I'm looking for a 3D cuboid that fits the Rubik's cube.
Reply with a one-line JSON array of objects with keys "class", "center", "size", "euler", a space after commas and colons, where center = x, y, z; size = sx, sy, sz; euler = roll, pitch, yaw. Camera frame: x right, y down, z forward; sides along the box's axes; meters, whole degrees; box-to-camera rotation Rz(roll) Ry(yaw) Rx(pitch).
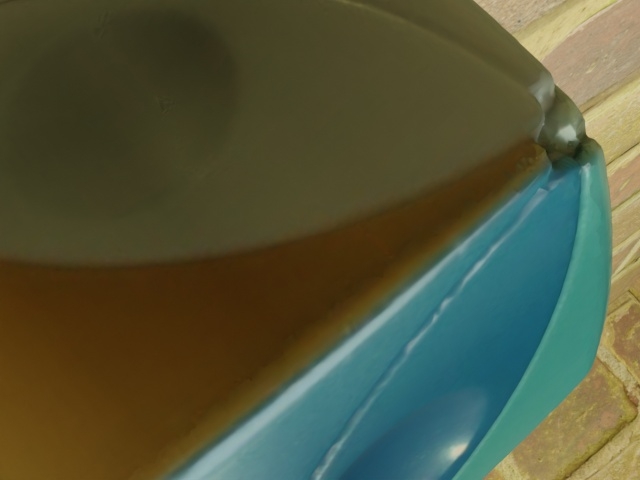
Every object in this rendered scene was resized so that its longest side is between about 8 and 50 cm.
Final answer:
[{"class": "Rubik's cube", "center": [-0.059, 0.011, 0.715], "size": [0.352, 0.347, 0.351], "euler": [-40, 152, -4]}]
